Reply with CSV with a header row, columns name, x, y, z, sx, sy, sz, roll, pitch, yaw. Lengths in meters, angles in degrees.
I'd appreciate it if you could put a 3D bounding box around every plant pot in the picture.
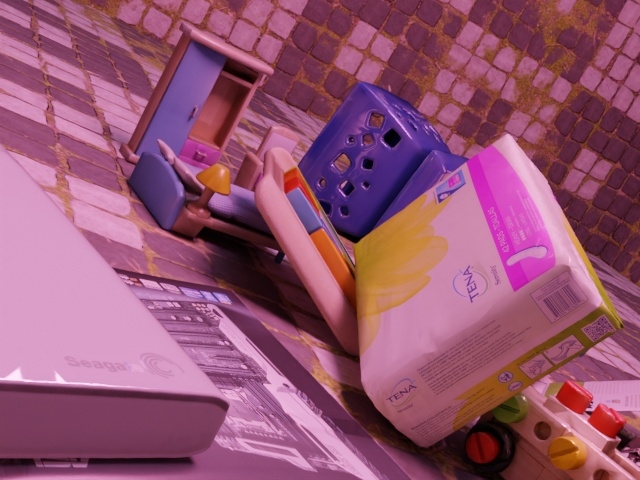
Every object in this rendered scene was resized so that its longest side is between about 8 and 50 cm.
name,x,y,z,sx,sy,sz,roll,pitch,yaw
plant pot,0.116,-0.104,1.565,0.212,0.236,0.236,42,17,21

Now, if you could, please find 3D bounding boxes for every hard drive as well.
name,x,y,z,sx,sy,sz,roll,pitch,yaw
hard drive,-0.207,0.001,0.482,0.203,0.040,0.307,14,19,-47

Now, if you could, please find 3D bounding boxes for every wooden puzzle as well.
name,x,y,z,sx,sy,sz,roll,pitch,yaw
wooden puzzle,0.000,0.000,1.069,0.220,0.044,0.238,60,9,-13

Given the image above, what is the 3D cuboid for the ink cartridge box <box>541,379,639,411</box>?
name,x,y,z,sx,sy,sz,roll,pitch,yaw
ink cartridge box,0.415,0.242,1.185,0.255,0.096,0.189,-3,2,19

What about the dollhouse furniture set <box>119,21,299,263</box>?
name,x,y,z,sx,sy,sz,roll,pitch,yaw
dollhouse furniture set,-0.081,-0.111,1.206,0.286,0.198,0.303,20,16,-35

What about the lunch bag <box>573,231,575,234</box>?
name,x,y,z,sx,sy,sz,roll,pitch,yaw
lunch bag,0.202,0.052,1.223,0.221,0.138,0.293,10,11,20

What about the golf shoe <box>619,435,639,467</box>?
name,x,y,z,sx,sy,sz,roll,pitch,yaw
golf shoe,0.339,0.243,0.978,0.077,0.093,0.198,35,15,21

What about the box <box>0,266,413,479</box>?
name,x,y,z,sx,sy,sz,roll,pitch,yaw
box,-0.123,0.098,0.551,0.308,0.076,0.242,16,17,-44

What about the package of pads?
name,x,y,z,sx,sy,sz,roll,pitch,yaw
package of pads,0.141,0.041,0.916,0.101,0.229,0.296,46,19,-21

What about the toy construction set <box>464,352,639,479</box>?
name,x,y,z,sx,sy,sz,roll,pitch,yaw
toy construction set,0.260,0.159,0.844,0.151,0.215,0.328,21,15,-37
